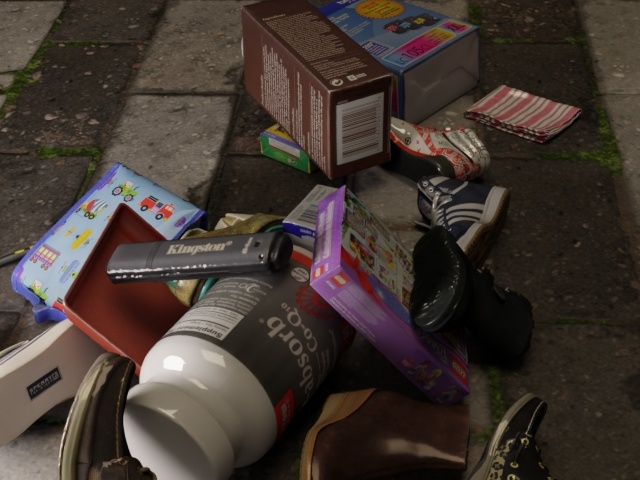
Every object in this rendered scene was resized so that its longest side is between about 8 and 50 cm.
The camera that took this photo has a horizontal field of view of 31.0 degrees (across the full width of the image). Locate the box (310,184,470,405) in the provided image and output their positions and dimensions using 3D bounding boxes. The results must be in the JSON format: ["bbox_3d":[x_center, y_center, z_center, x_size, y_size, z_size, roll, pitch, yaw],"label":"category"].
[{"bbox_3d":[0.104,0.081,1.662,0.057,0.293,0.201,-34,26,24],"label":"box"}]

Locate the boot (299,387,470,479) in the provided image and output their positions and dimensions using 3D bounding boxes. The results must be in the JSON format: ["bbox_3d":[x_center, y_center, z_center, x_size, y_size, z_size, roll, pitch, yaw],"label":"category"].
[{"bbox_3d":[0.088,0.283,1.522,0.206,0.090,0.248,4,32,13],"label":"boot"}]

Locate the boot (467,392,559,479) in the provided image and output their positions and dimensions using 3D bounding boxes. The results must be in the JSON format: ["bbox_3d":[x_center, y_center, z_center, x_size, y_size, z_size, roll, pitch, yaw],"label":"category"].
[{"bbox_3d":[0.291,0.313,1.475,0.178,0.085,0.236,19,47,24],"label":"boot"}]

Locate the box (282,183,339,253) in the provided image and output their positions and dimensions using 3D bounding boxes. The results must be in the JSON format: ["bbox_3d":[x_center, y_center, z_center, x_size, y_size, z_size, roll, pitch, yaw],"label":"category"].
[{"bbox_3d":[0.000,0.000,1.888,0.072,0.137,0.126,15,39,24],"label":"box"}]

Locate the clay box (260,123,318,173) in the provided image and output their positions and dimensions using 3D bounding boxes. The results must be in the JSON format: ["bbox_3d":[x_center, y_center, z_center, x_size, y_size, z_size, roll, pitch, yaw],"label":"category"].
[{"bbox_3d":[0.002,-0.217,2.268,0.127,0.053,0.222,25,44,32],"label":"clay box"}]

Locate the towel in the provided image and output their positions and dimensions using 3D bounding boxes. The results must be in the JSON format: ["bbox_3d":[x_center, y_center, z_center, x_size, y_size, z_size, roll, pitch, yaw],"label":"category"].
[{"bbox_3d":[0.406,-0.261,2.325,0.197,0.029,0.144,24,42,33],"label":"towel"}]

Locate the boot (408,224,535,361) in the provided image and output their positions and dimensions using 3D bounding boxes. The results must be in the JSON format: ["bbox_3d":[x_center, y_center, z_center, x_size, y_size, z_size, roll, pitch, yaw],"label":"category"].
[{"bbox_3d":[0.228,0.103,1.666,0.094,0.207,0.246,-42,18,20],"label":"boot"}]

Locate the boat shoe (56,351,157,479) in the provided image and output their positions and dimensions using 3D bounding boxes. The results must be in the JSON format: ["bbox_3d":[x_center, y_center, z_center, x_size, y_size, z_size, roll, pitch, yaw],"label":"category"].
[{"bbox_3d":[-0.247,0.314,1.367,0.130,0.355,0.132,9,-8,-4],"label":"boat shoe"}]

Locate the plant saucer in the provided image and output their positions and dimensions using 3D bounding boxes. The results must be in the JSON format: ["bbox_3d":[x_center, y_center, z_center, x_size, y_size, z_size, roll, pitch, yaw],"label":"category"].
[{"bbox_3d":[-0.254,0.105,1.722,0.047,0.258,0.259,-37,21,31],"label":"plant saucer"}]

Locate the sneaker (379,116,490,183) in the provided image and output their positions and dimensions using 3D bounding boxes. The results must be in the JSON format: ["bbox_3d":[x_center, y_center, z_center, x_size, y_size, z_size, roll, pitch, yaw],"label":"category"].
[{"bbox_3d":[0.197,-0.180,2.177,0.145,0.090,0.270,-21,39,-31],"label":"sneaker"}]

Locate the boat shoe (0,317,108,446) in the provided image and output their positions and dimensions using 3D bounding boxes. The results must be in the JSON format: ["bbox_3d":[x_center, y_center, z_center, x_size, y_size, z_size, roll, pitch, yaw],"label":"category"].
[{"bbox_3d":[-0.422,0.183,1.681,0.158,0.127,0.340,1,19,37],"label":"boat shoe"}]

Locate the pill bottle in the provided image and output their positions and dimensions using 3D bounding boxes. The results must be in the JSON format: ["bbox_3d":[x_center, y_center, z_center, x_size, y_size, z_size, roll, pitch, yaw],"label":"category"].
[{"bbox_3d":[-0.116,0.178,1.583,0.210,0.210,0.363,16,40,24],"label":"pill bottle"}]

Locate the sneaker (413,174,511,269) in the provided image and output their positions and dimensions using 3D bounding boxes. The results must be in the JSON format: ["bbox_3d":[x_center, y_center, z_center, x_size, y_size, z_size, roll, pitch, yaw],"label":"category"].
[{"bbox_3d":[0.212,-0.023,1.938,0.153,0.099,0.282,16,32,17],"label":"sneaker"}]

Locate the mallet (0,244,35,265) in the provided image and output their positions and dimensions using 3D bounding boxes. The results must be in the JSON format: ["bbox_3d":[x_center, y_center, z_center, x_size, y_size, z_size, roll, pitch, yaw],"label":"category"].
[{"bbox_3d":[-0.497,0.010,2.001,0.189,0.039,0.062,-17,39,-13],"label":"mallet"}]

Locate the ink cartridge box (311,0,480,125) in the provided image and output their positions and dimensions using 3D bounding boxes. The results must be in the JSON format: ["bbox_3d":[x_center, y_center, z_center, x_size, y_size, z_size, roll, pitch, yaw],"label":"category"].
[{"bbox_3d":[0.101,-0.396,2.439,0.395,0.151,0.270,24,43,35],"label":"ink cartridge box"}]

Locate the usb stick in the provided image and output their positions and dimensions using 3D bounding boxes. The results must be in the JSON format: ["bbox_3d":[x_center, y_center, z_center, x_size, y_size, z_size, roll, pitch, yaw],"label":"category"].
[{"bbox_3d":[-0.174,0.025,1.620,0.278,0.045,0.077,-4,31,23],"label":"usb stick"}]

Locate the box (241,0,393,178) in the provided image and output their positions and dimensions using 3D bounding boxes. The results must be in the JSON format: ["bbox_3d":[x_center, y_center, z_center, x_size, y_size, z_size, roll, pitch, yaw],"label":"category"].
[{"bbox_3d":[-0.013,-0.297,2.175,0.143,0.191,0.381,-19,41,-22],"label":"box"}]

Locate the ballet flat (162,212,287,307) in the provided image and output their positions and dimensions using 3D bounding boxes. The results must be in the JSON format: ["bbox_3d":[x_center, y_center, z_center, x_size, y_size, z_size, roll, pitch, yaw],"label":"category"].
[{"bbox_3d":[-0.142,0.012,1.822,0.123,0.123,0.348,15,20,23],"label":"ballet flat"}]

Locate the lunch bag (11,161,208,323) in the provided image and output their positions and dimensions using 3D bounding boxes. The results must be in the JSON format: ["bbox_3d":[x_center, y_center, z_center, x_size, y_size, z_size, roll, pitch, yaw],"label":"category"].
[{"bbox_3d":[-0.352,0.036,1.889,0.221,0.138,0.293,29,55,33],"label":"lunch bag"}]
